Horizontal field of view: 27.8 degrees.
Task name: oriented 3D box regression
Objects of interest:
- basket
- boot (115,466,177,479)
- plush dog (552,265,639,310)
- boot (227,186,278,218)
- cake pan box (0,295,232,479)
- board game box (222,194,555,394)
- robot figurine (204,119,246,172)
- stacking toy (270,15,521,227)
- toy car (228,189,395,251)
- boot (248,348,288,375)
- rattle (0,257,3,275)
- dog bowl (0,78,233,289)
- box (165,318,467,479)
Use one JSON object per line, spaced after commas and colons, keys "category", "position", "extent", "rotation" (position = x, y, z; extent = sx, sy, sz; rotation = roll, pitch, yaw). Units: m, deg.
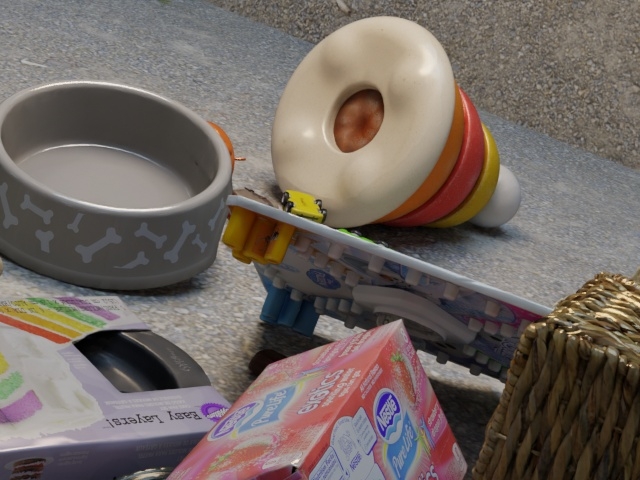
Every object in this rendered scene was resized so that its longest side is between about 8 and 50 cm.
{"category": "basket", "position": [0.246, 0.205, 1.057], "extent": [0.213, 0.299, 0.223], "rotation": [24, 19, 20]}
{"category": "boot", "position": [-0.143, 0.255, 0.944], "extent": [0.247, 0.083, 0.161], "rotation": [-1, 35, -40]}
{"category": "plush dog", "position": [0.427, 0.167, 1.633], "extent": [0.262, 0.210, 0.225], "rotation": [-23, 51, -23]}
{"category": "boot", "position": [-0.103, -0.052, 1.957], "extent": [0.087, 0.042, 0.118], "rotation": [10, 19, -29]}
{"category": "cake pan box", "position": [-0.223, 0.131, 1.106], "extent": [0.267, 0.070, 0.246], "rotation": [2, 26, -42]}
{"category": "board game box", "position": [0.095, 0.091, 1.387], "extent": [0.390, 0.050, 0.390], "rotation": [20, -14, 9]}
{"category": "robot figurine", "position": [-0.218, -0.119, 1.909], "extent": [0.219, 0.158, 0.128], "rotation": [-4, 48, -48]}
{"category": "stacking toy", "position": [0.181, -0.136, 2.176], "extent": [0.351, 0.350, 0.480], "rotation": [33, 6, 42]}
{"category": "toy car", "position": [0.000, 0.000, 1.875], "extent": [0.225, 0.053, 0.239], "rotation": [23, 19, 18]}
{"category": "boot", "position": [-0.015, 0.146, 1.447], "extent": [0.114, 0.037, 0.106], "rotation": [20, 15, 24]}
{"category": "rattle", "position": [-0.426, 0.001, 1.291], "extent": [0.200, 0.130, 0.142], "rotation": [26, 22, -30]}
{"category": "dog bowl", "position": [-0.271, -0.085, 1.638], "extent": [0.349, 0.102, 0.348], "rotation": [12, 34, -9]}
{"category": "box", "position": [-0.002, 0.192, 1.002], "extent": [0.142, 0.154, 0.300], "rotation": [-20, 10, 21]}
